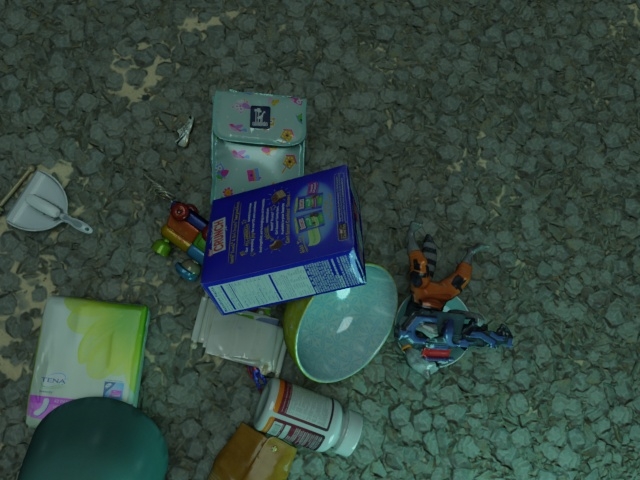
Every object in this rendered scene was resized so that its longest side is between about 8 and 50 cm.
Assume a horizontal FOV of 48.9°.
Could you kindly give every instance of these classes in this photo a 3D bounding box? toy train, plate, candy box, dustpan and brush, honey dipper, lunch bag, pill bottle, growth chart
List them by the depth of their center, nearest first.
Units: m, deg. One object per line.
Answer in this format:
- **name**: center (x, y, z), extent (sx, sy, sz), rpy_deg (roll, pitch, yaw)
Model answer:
- **candy box**: center (-0.075, -0.002, 1.475), extent (0.317, 0.122, 0.268), rpy_deg (-12, 42, 10)
- **pill bottle**: center (-0.027, 0.395, 1.558), extent (0.221, 0.121, 0.121), rpy_deg (23, 79, -10)
- **lunch bag**: center (-0.142, -0.210, 1.621), extent (0.223, 0.160, 0.263), rpy_deg (3, 101, -5)
- **growth chart**: center (-0.180, 0.210, 1.625), extent (0.237, 0.021, 0.172), rpy_deg (20, 65, -1)
- **toy train**: center (-0.347, -0.026, 1.638), extent (0.248, 0.105, 0.143), rpy_deg (35, 92, 3)
- **dustpan and brush**: center (-0.617, -0.065, 1.638), extent (0.211, 0.060, 0.147), rpy_deg (28, 79, 1)
- **honey dipper**: center (-0.726, -0.113, 1.657), extent (0.030, 0.030, 0.161), rpy_deg (36, 76, 3)
- **plate**: center (0.267, 0.207, 1.671), extent (0.188, 0.024, 0.188), rpy_deg (1, 79, -3)

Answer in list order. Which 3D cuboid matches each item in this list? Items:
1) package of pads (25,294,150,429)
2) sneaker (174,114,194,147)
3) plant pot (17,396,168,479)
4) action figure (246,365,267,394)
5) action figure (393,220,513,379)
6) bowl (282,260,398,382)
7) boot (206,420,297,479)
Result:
- **package of pads**: center (-0.515, 0.278, 1.563), extent (0.229, 0.101, 0.297), rpy_deg (7, 79, -4)
- **sneaker**: center (-0.331, -0.269, 1.710), extent (0.036, 0.032, 0.083), rpy_deg (15, 78, -1)
- **plant pot**: center (-0.466, 0.499, 1.403), extent (0.292, 0.235, 0.293), rpy_deg (-1, 107, -4)
- **action figure**: center (-0.145, 0.306, 1.622), extent (0.038, 0.030, 0.115), rpy_deg (-24, 80, -5)
- **action figure**: center (0.286, 0.155, 1.621), extent (0.341, 0.178, 0.330), rpy_deg (18, 84, -30)
- **bowl**: center (0.018, 0.156, 1.580), extent (0.289, 0.289, 0.156), rpy_deg (-49, 43, -11)
- **boot**: center (-0.104, 0.552, 1.541), extent (0.295, 0.104, 0.211), rpy_deg (34, 79, 7)
